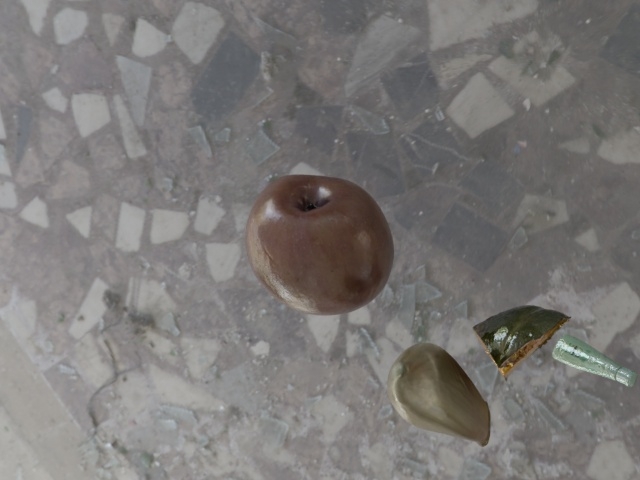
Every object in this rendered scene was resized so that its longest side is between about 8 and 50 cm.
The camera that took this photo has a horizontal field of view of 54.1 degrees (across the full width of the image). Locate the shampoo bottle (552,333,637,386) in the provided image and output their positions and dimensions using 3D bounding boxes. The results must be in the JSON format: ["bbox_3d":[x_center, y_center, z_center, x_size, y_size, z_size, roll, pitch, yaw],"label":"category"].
[{"bbox_3d":[0.627,0.279,1.437,0.069,0.190,0.041,-50,125,-9],"label":"shampoo bottle"}]

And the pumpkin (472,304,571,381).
[{"bbox_3d":[0.389,0.174,1.224,0.163,0.278,0.111,-35,65,4],"label":"pumpkin"}]

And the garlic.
[{"bbox_3d":[0.209,0.273,1.110,0.318,0.143,0.112,31,130,-34],"label":"garlic"}]

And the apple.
[{"bbox_3d":[0.000,0.000,1.245,0.305,0.306,0.235,10,131,17],"label":"apple"}]
